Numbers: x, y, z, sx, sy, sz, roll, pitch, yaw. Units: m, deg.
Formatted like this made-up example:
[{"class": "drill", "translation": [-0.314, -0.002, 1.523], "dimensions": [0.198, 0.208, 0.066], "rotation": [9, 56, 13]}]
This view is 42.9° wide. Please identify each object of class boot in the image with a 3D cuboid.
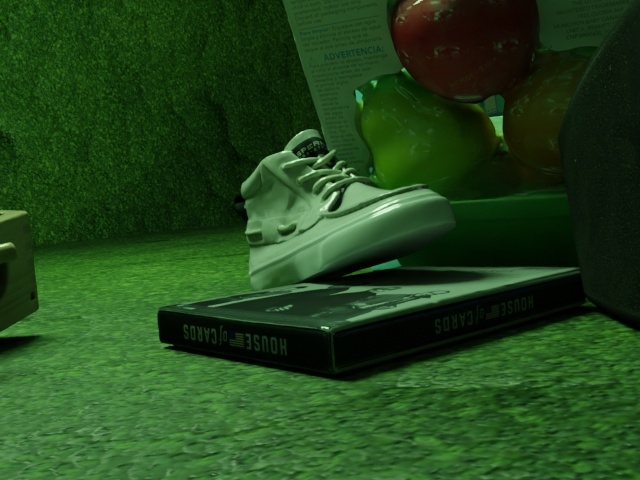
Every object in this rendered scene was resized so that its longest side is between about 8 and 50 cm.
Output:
[{"class": "boot", "translation": [0.001, -0.033, 0.657], "dimensions": [0.095, 0.123, 0.258], "rotation": [-9, -8, -33]}]

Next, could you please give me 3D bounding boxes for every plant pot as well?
[{"class": "plant pot", "translation": [0.249, -0.035, 0.494], "dimensions": [0.188, 0.188, 0.167], "rotation": [-6, -10, -12]}]

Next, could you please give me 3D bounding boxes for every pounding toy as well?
[{"class": "pounding toy", "translation": [-0.280, 0.044, 0.551], "dimensions": [0.181, 0.094, 0.206], "rotation": [1, 14, 12]}]

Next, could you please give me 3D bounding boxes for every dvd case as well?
[{"class": "dvd case", "translation": [0.038, 0.044, 0.554], "dimensions": [0.239, 0.029, 0.179], "rotation": [-7, 4, -40]}]

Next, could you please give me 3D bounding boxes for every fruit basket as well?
[{"class": "fruit basket", "translation": [0.146, -0.136, 0.691], "dimensions": [0.327, 0.353, 0.165], "rotation": [-4, 27, 24]}]

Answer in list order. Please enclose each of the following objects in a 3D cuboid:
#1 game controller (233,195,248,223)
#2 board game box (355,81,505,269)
[{"class": "game controller", "translation": [0.037, -0.056, 1.213], "dimensions": [0.319, 0.067, 0.166], "rotation": [-3, 4, 21]}, {"class": "board game box", "translation": [0.169, -0.108, 1.039], "dimensions": [0.079, 0.253, 0.336], "rotation": [-3, 3, 35]}]
